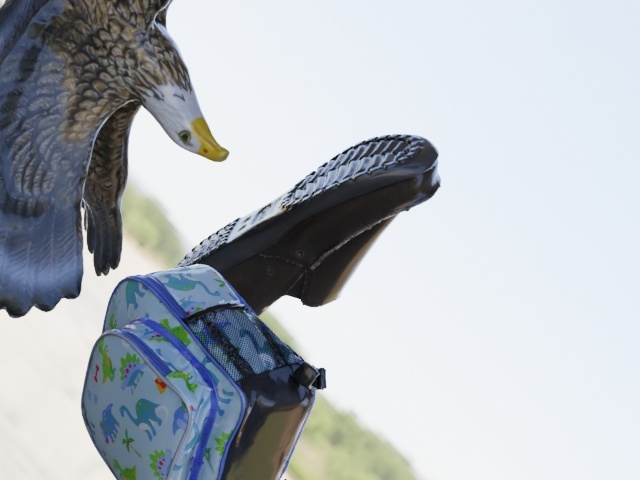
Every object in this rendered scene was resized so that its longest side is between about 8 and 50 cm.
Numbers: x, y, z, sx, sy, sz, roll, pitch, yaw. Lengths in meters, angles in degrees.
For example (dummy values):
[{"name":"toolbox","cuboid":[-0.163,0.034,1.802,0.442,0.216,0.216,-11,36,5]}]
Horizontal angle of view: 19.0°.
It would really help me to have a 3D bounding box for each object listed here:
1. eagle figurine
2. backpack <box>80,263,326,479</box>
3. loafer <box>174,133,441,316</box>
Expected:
[{"name":"eagle figurine","cuboid":[-0.156,-0.109,1.365,0.226,0.298,0.225,26,24,-38]},{"name":"backpack","cuboid":[-0.068,0.071,0.941,0.114,0.084,0.105,50,-45,36]},{"name":"loafer","cuboid":[0.000,0.000,1.304,0.078,0.220,0.080,54,30,-13]}]
